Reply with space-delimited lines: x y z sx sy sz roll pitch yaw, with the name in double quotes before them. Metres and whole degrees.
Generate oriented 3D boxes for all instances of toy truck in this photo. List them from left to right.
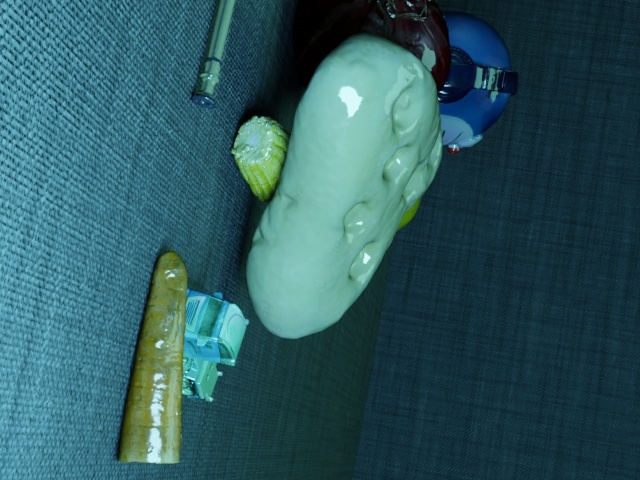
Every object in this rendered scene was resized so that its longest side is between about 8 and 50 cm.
"toy truck" -0.119 0.121 1.274 0.175 0.081 0.067 85 18 -56

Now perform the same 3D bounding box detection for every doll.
"doll" 0.182 -0.275 2.041 0.284 0.310 0.240 -21 117 -80

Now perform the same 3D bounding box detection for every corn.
"corn" -0.065 -0.099 1.458 0.085 0.063 0.165 -49 166 -2

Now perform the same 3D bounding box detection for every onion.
"onion" 0.067 -0.302 1.634 0.281 0.221 0.280 174 -90 -77

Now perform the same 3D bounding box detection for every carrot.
"carrot" -0.155 0.110 1.151 0.061 0.061 0.209 46 48 -79

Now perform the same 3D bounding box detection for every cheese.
"cheese" 0.020 -0.073 1.418 0.351 0.130 0.328 -53 159 -17

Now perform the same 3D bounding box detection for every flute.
"flute" -0.096 -0.247 1.227 0.027 0.027 0.233 69 31 -73

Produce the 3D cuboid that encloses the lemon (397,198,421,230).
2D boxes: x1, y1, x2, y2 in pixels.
"lemon" 0.110 -0.099 2.241 0.207 0.170 0.170 -71 166 -56
